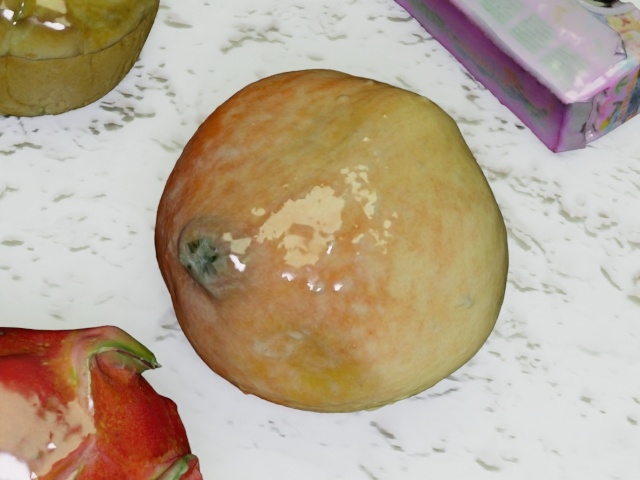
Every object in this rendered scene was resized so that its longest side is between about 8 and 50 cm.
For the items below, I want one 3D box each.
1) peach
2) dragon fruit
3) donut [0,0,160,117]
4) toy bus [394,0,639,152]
[{"bbox_3d":[0.000,0.000,1.050,0.232,0.232,0.232,5,53,-6],"label":"peach"},{"bbox_3d":[-0.190,0.137,0.926,0.269,0.198,0.200,-8,33,-38],"label":"dragon fruit"},{"bbox_3d":[-0.238,-0.189,1.203,0.261,0.128,0.208,13,51,0],"label":"donut"},{"bbox_3d":[0.131,-0.190,1.297,0.112,0.090,0.274,-34,64,-20],"label":"toy bus"}]
